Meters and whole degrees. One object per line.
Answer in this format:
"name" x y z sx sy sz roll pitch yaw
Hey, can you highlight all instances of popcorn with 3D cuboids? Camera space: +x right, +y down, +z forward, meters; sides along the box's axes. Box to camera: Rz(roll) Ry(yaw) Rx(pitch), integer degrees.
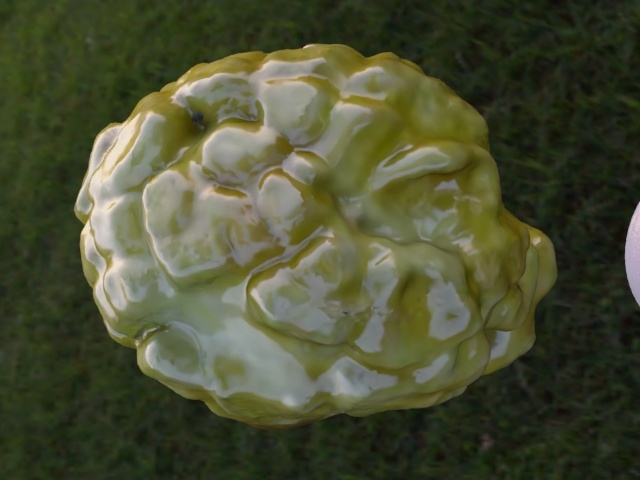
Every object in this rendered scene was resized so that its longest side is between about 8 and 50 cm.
"popcorn" -0.006 0.002 0.751 0.217 0.235 0.181 -26 63 59

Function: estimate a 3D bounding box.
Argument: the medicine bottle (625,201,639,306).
"medicine bottle" 0.291 0.029 0.860 0.254 0.152 0.152 -149 76 -68
